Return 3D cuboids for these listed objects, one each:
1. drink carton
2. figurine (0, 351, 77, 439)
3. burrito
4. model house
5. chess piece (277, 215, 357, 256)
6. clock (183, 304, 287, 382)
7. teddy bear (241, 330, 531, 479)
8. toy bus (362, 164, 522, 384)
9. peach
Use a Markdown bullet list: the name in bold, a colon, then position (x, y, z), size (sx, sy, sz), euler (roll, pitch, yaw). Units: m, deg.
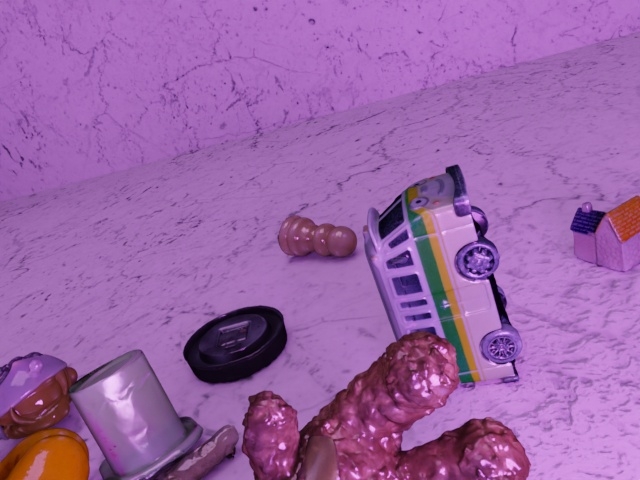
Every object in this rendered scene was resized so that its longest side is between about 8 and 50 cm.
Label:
- **drink carton**: position (-0.262, 0.237, 0.823), size (0.144, 0.142, 0.146), euler (-28, 7, -25)
- **figurine**: position (-0.523, 0.263, 1.025), size (0.194, 0.133, 0.274), euler (-32, 16, -30)
- **burrito**: position (-0.186, 0.308, 0.773), size (0.185, 0.041, 0.045), euler (-33, 36, -28)
- **model house**: position (0.467, -0.020, 0.956), size (0.088, 0.100, 0.100), euler (-28, 24, -22)
- **chess piece**: position (0.000, 0.000, 1.291), size (0.170, 0.094, 0.094), euler (10, 35, 37)
- **clock**: position (-0.146, 0.179, 1.038), size (0.184, 0.040, 0.184), euler (-15, 22, 6)
- **teddy bear**: position (0.016, 0.238, 0.549), size (0.296, 0.246, 0.222), euler (-40, -7, 26)
- **toy bus**: position (0.159, 0.057, 0.791), size (0.164, 0.276, 0.133), euler (-16, 22, 14)
- **peach**: position (-0.365, 0.323, 0.759), size (0.179, 0.103, 0.179), euler (-39, 30, 28)
